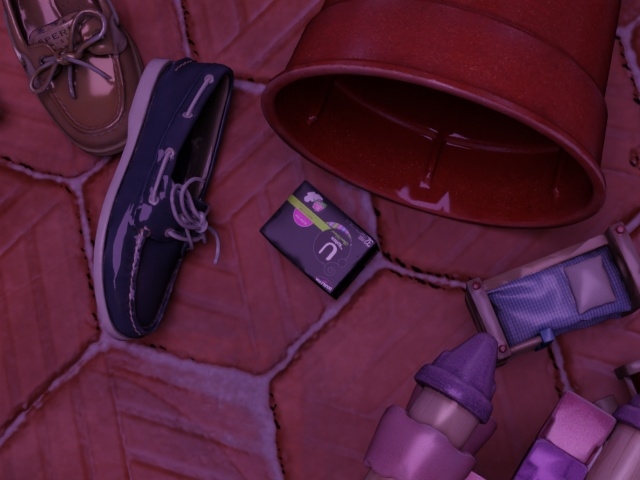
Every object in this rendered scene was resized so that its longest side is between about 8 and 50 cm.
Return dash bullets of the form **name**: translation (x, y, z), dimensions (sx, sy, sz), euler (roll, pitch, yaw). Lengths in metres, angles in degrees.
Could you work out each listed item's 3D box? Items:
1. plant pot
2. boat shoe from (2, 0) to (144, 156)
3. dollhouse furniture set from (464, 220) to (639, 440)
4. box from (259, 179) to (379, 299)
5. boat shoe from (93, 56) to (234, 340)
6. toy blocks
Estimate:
- **plant pot**: translation (0.122, -0.184, 0.904), dimensions (0.272, 0.272, 0.265), euler (16, 75, 9)
- **boat shoe**: translation (-0.242, -0.209, 1.027), dimensions (0.104, 0.089, 0.285), euler (-27, 79, 2)
- **dollhouse furniture set**: translation (0.209, 0.100, 0.898), dimensions (0.129, 0.129, 0.184), euler (-22, 79, 3)
- **box**: translation (0.000, 0.000, 0.981), dimensions (0.083, 0.052, 0.062), euler (41, 87, 10)
- **boat shoe**: translation (-0.128, -0.036, 0.986), dimensions (0.079, 0.095, 0.255), euler (6, 72, 19)
- **toy blocks**: translation (0.171, 0.195, 0.808), dimensions (0.288, 0.309, 0.260), euler (31, 79, 11)
